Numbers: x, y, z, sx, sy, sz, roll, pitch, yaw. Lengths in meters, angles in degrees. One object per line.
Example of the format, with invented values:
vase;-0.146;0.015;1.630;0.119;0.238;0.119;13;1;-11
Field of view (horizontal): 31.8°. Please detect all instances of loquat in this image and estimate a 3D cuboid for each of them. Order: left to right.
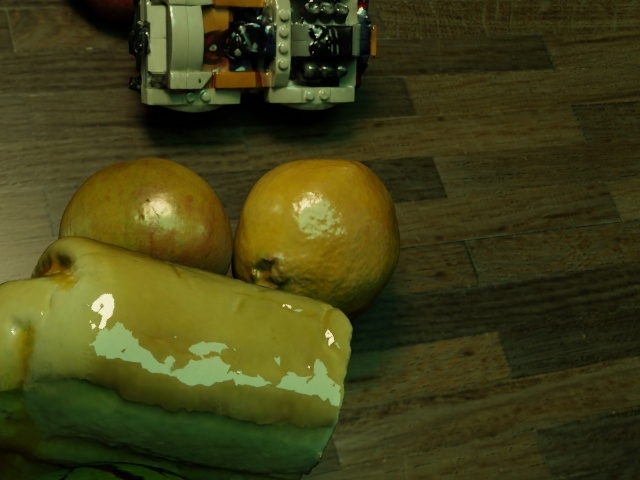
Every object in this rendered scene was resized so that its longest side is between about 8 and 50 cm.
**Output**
loquat;0.000;0.000;1.222;0.176;0.187;0.234;36;25;14

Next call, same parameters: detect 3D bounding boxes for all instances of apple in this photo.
apple;-0.181;-0.005;1.161;0.182;0.182;0.155;8;50;-17

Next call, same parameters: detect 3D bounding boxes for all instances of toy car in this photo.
toy car;-0.074;-0.242;1.325;0.301;0.118;0.193;-2;101;-21

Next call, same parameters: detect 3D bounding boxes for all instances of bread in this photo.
bread;-0.169;0.120;1.027;0.341;0.300;0.210;11;53;-12

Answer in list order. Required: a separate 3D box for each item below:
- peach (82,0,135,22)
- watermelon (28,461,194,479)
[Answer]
peach;-0.243;-0.340;1.363;0.152;0.152;0.152;10;59;-16
watermelon;-0.159;0.346;0.878;0.363;0.363;0.363;10;59;-16
